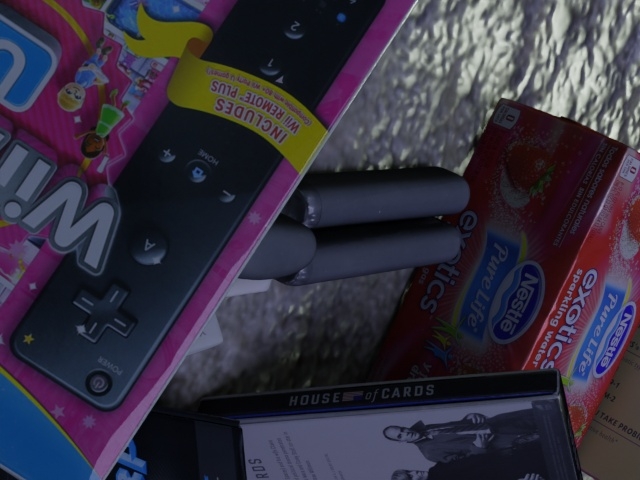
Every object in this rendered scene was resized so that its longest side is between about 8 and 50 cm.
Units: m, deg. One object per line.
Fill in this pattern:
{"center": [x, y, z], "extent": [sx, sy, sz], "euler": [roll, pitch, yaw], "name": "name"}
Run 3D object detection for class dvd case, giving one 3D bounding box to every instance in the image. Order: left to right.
{"center": [0.054, 0.163, 0.860], "extent": [0.029, 0.238, 0.179], "euler": [-79, 157, -46], "name": "dvd case"}

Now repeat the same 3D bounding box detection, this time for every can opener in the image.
{"center": [0.000, 0.000, 0.806], "extent": [0.280, 0.093, 0.074], "euler": [-9, 116, -46], "name": "can opener"}

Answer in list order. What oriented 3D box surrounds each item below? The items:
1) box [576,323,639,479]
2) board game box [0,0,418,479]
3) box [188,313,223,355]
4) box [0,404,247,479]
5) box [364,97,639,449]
{"center": [0.273, 0.077, 1.008], "extent": [0.117, 0.213, 0.243], "euler": [25, 93, -47], "name": "box"}
{"center": [-0.111, -0.070, 0.559], "extent": [0.224, 0.097, 0.303], "euler": [34, 83, -6], "name": "board game box"}
{"center": [-0.126, 0.032, 0.668], "extent": [0.102, 0.101, 0.087], "euler": [-15, 88, -37], "name": "box"}
{"center": [-0.115, 0.200, 0.719], "extent": [0.175, 0.051, 0.220], "euler": [18, 55, -41], "name": "box"}
{"center": [0.155, 0.042, 0.944], "extent": [0.128, 0.122, 0.257], "euler": [20, 97, -48], "name": "box"}
